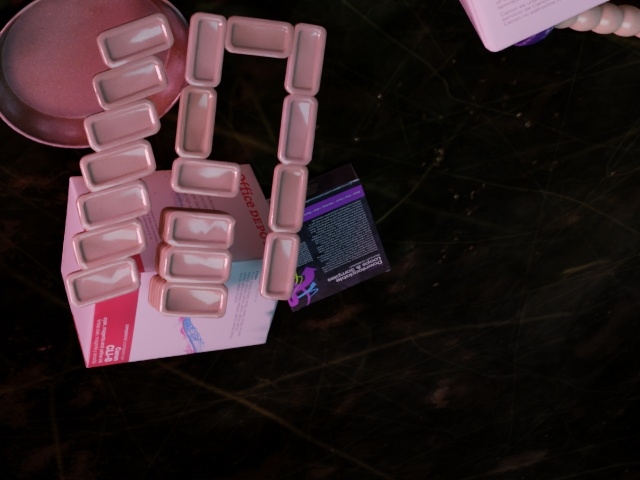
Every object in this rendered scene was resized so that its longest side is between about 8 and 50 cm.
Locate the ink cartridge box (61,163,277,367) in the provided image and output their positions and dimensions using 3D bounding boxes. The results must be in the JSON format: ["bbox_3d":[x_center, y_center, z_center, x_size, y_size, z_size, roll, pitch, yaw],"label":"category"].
[{"bbox_3d":[-0.136,0.021,1.144,0.176,0.128,0.127,-6,137,-21],"label":"ink cartridge box"}]

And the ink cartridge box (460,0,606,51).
[{"bbox_3d":[0.165,-0.316,0.883,0.226,0.131,0.306,-23,136,6],"label":"ink cartridge box"}]

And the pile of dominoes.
[{"bbox_3d":[-0.105,-0.063,1.024,0.196,0.040,0.251,4,99,-25],"label":"pile of dominoes"}]

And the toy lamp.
[{"bbox_3d":[0.296,-0.203,1.158,0.274,0.080,0.080,4,134,-27],"label":"toy lamp"}]

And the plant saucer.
[{"bbox_3d":[-0.186,-0.146,1.007,0.168,0.029,0.168,-15,142,-12],"label":"plant saucer"}]

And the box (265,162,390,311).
[{"bbox_3d":[0.000,0.000,1.273,0.116,0.029,0.162,-23,140,-1],"label":"box"}]
